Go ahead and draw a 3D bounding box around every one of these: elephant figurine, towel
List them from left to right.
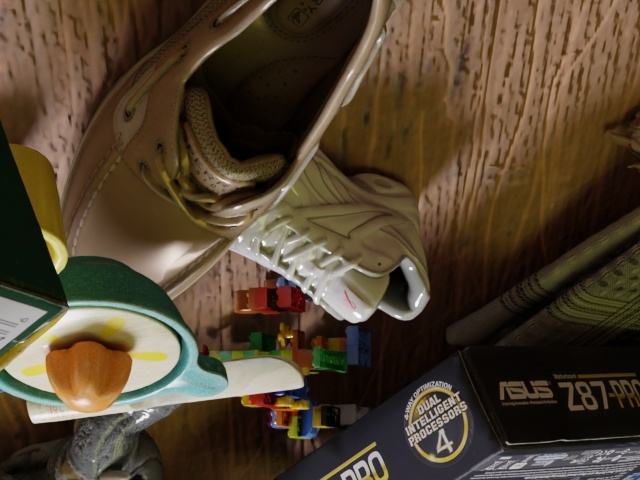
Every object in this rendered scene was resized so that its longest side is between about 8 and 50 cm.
[{"bbox_3d":[-0.184,0.204,1.431,0.239,0.169,0.186,-29,-169,-7],"label":"elephant figurine"},{"bbox_3d":[0.287,0.055,1.583,0.312,0.056,0.324,8,143,-41],"label":"towel"}]

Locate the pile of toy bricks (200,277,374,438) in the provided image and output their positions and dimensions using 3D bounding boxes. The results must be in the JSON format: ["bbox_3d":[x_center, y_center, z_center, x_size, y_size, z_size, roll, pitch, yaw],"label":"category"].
[{"bbox_3d":[-0.039,0.093,1.434,0.105,0.118,0.212,-4,169,20],"label":"pile of toy bricks"}]

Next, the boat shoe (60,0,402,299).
[{"bbox_3d":[-0.067,-0.067,1.136,0.122,0.110,0.341,30,119,-12],"label":"boat shoe"}]

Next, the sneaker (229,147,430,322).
[{"bbox_3d":[0.000,0.000,1.296,0.232,0.115,0.090,12,132,-41],"label":"sneaker"}]

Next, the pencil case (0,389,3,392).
[{"bbox_3d":[-0.188,0.062,1.312,0.152,0.064,0.070,-23,171,-3],"label":"pencil case"}]

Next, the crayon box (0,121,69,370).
[{"bbox_3d":[-0.323,0.003,0.928,0.363,0.313,0.106,-39,147,20],"label":"crayon box"}]

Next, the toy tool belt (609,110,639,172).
[{"bbox_3d":[0.257,-0.069,1.427,0.051,0.052,0.083,-11,154,30],"label":"toy tool belt"}]

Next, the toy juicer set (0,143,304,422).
[{"bbox_3d":[-0.173,0.074,1.154,0.209,0.089,0.329,-19,145,22],"label":"toy juicer set"}]

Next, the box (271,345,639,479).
[{"bbox_3d":[0.145,0.199,1.564,0.395,0.097,0.318,2,146,-48],"label":"box"}]
